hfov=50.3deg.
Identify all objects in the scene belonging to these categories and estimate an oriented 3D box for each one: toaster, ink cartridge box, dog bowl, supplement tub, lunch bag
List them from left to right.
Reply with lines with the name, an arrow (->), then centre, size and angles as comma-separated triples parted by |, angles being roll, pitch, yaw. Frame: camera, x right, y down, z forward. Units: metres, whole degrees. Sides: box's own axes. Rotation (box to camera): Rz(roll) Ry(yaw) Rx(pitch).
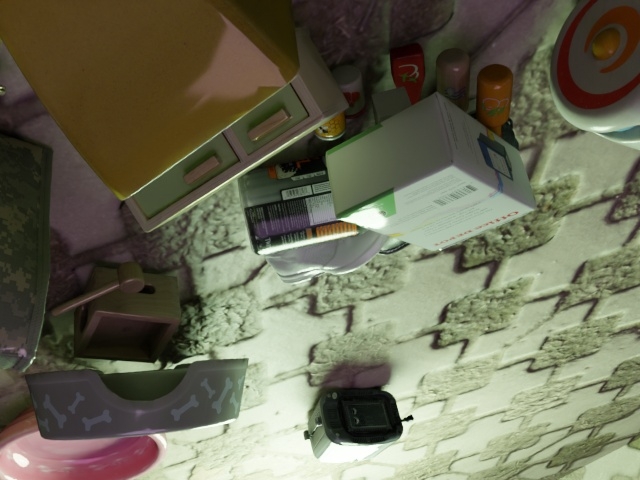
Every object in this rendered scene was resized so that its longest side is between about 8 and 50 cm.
lunch bag -> -0.422, 0.007, 0.716 | 0.235, 0.287, 0.169 | 20, 130, -37
dog bowl -> -0.288, 0.251, 1.099 | 0.349, 0.102, 0.349 | -4, 169, -1
supplement tub -> -0.009, -0.053, 0.914 | 0.190, 0.117, 0.117 | -12, 142, -4
toaster -> 0.078, 0.414, 1.516 | 0.227, 0.129, 0.146 | 3, 143, -25
ink cartridge box -> 0.133, -0.068, 0.797 | 0.154, 0.093, 0.212 | -25, 153, 34

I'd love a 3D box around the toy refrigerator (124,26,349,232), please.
toy refrigerator -> -0.113, -0.118, 0.760 | 0.269, 0.094, 0.102 | -28, 97, 27

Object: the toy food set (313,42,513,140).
toy food set -> 0.104, -0.158, 0.824 | 0.232, 0.111, 0.104 | -14, 142, 1

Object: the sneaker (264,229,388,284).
sneaker -> 0.000, 0.000, 0.999 | 0.212, 0.080, 0.094 | -22, 124, 31

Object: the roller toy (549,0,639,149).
roller toy -> 0.371, -0.209, 0.782 | 0.146, 0.191, 0.209 | 11, 135, -28

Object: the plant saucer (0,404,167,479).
plant saucer -> -0.474, 0.397, 1.347 | 0.332, 0.084, 0.332 | -9, 142, -7

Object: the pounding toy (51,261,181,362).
pounding toy -> -0.302, 0.083, 1.003 | 0.181, 0.094, 0.206 | 10, 135, -29

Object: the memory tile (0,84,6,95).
memory tile -> -0.388, -0.159, 0.653 | 0.113, 0.012, 0.148 | 6, -179, 7

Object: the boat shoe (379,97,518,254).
boat shoe -> 0.158, -0.066, 0.971 | 0.114, 0.091, 0.302 | 10, 136, -28

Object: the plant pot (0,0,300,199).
plant pot -> -0.164, -0.206, 0.619 | 0.212, 0.212, 0.187 | -32, 126, 20
